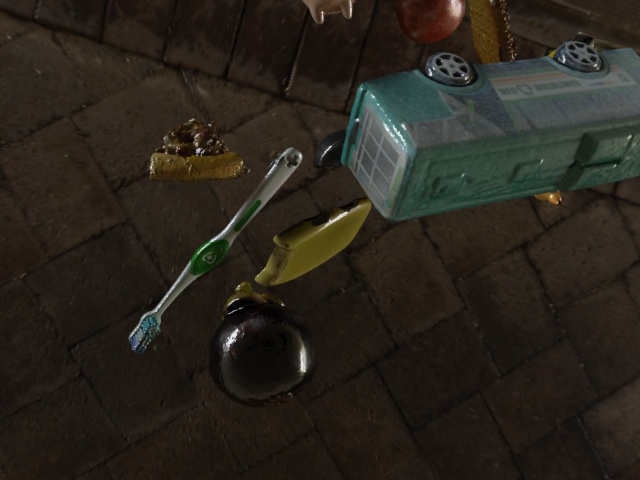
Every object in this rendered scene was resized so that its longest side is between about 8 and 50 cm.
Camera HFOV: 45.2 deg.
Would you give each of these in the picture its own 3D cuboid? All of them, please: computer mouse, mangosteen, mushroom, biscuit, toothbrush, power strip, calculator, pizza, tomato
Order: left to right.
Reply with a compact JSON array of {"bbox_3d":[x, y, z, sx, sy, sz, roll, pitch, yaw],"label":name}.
[{"bbox_3d":[-0.197,-0.154,1.225,0.154,0.194,0.069,-6,123,-11],"label":"pizza"},{"bbox_3d":[-0.171,0.014,1.219,0.042,0.040,0.418,36,98,-33],"label":"toothbrush"},{"bbox_3d":[-0.141,0.232,1.778,0.274,0.275,0.302,-15,66,-7],"label":"mangosteen"},{"bbox_3d":[0.000,0.000,1.300,0.236,0.157,0.033,-27,65,-39],"label":"calculator"},{"bbox_3d":[0.049,-0.236,1.860,0.172,0.099,0.057,-34,114,-3],"label":"computer mouse"},{"bbox_3d":[0.241,-0.531,1.686,0.151,0.187,0.187,-12,100,23],"label":"tomato"},{"bbox_3d":[0.206,-0.258,0.920,0.025,0.206,0.126,-21,62,6],"label":"biscuit"},{"bbox_3d":[0.435,-0.129,1.548,0.049,0.178,0.028,-25,139,-2],"label":"power strip"},{"bbox_3d":[0.383,-0.212,0.869,0.186,0.061,0.060,2,107,2],"label":"mushroom"}]

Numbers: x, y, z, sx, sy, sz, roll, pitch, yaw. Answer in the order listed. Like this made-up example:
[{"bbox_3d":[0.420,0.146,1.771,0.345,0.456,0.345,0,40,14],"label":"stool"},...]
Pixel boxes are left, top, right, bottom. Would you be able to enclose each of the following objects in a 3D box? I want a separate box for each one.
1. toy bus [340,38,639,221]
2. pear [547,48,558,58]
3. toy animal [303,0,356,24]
[{"bbox_3d":[0.147,-0.086,0.582,0.261,0.109,0.091,-12,142,-21],"label":"toy bus"},{"bbox_3d":[0.451,-0.241,1.350,0.178,0.267,0.267,24,93,-52],"label":"pear"},{"bbox_3d":[0.026,-0.570,1.649,0.166,0.250,0.154,-3,120,11],"label":"toy animal"}]
